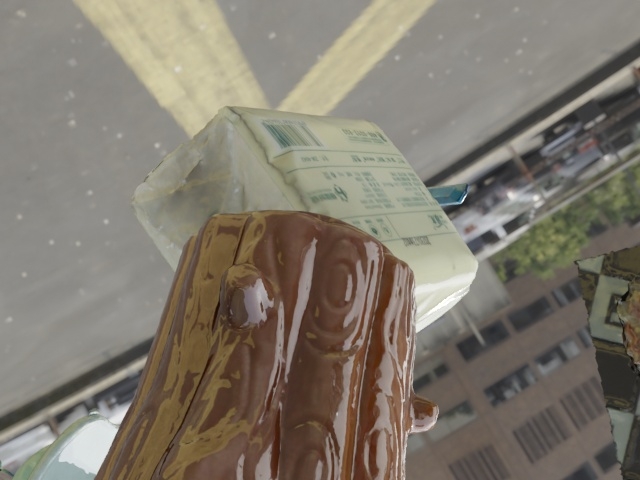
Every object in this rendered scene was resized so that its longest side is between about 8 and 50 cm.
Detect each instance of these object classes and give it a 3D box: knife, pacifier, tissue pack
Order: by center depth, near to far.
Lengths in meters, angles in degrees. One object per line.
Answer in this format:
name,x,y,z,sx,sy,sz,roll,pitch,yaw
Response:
pacifier,-0.226,0.348,1.244,0.343,0.269,0.288,5,102,-65
tissue pack,0.000,0.000,1.302,0.207,0.297,0.380,-42,162,24
knife,0.155,-0.060,1.551,0.044,0.026,0.296,-56,-167,-8

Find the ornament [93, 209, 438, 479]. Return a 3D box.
ornament,-0.036,0.108,0.716,0.235,0.218,0.221,-2,147,22

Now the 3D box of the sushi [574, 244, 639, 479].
sushi,0.376,0.116,0.855,0.294,0.292,0.059,-15,166,16

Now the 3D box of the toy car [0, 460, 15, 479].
toy car,-0.457,0.399,1.541,0.090,0.224,0.076,-61,176,33
